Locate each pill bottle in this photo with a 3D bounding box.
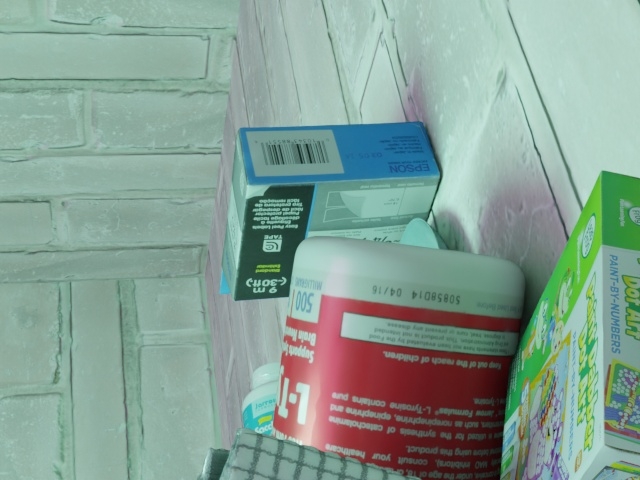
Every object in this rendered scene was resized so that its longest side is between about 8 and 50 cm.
[{"bbox_3d":[0.064,0.209,0.995,0.229,0.229,0.408,179,98,-77],"label":"pill bottle"},{"bbox_3d":[-0.068,0.361,1.897,0.146,0.146,0.264,104,159,-50],"label":"pill bottle"}]

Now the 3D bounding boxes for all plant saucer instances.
[{"bbox_3d":[0.134,0.069,1.218,0.195,0.037,0.195,179,90,-78],"label":"plant saucer"}]

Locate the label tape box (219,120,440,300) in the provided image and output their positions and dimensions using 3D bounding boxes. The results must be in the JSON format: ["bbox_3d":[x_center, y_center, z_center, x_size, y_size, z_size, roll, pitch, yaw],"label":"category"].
[{"bbox_3d":[0.000,0.000,1.348,0.334,0.240,0.106,102,160,-49],"label":"label tape box"}]

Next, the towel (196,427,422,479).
[{"bbox_3d":[-0.007,0.308,0.783,0.121,0.235,0.284,121,163,-71],"label":"towel"}]

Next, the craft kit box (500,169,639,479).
[{"bbox_3d":[0.191,0.120,0.758,0.247,0.061,0.250,106,179,-45],"label":"craft kit box"}]
